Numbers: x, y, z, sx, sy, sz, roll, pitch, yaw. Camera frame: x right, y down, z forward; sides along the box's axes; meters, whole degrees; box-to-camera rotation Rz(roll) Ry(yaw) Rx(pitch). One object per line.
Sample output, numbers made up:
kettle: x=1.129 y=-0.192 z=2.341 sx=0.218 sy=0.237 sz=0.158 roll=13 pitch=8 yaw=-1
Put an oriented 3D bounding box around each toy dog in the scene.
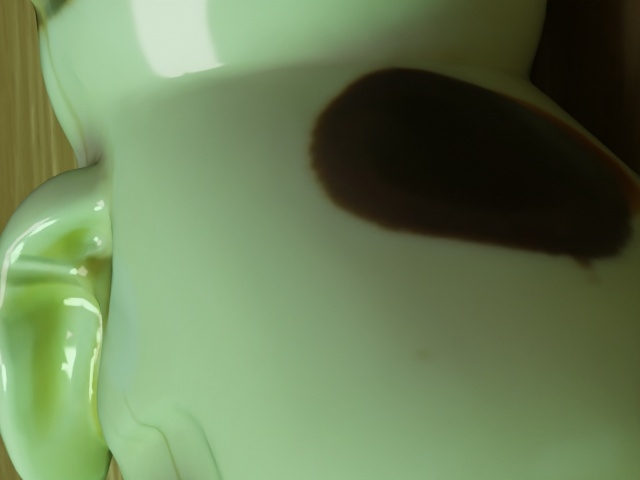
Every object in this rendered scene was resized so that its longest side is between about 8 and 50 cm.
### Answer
toy dog: x=0.000 y=0.000 z=0.519 sx=0.395 sy=0.284 sz=0.408 roll=104 pitch=154 yaw=-61
